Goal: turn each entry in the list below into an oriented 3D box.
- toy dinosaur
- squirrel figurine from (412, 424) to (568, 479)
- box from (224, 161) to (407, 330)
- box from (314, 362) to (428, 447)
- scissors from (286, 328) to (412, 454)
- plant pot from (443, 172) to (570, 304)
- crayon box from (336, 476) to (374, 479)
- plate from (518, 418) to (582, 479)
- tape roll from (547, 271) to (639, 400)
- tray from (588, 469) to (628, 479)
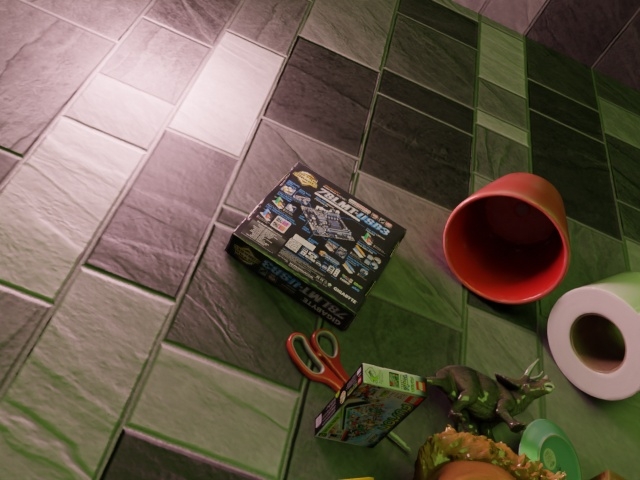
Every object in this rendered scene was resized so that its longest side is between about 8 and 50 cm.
[{"bbox_3d":[0.296,0.302,1.280,0.314,0.121,0.160,12,35,-11],"label":"toy dinosaur"},{"bbox_3d":[0.335,0.435,0.983,0.371,0.280,0.397,5,19,-7],"label":"squirrel figurine"},{"bbox_3d":[0.000,0.000,1.399,0.296,0.073,0.293,33,44,3],"label":"box"},{"bbox_3d":[0.079,0.278,1.102,0.114,0.207,0.036,16,47,-14],"label":"box"},{"bbox_3d":[0.046,0.283,1.218,0.109,0.021,0.297,-17,62,-39],"label":"scissors"},{"bbox_3d":[0.446,-0.028,1.535,0.275,0.275,0.243,37,36,6],"label":"plant pot"},{"bbox_3d":[-0.036,0.453,0.981,0.279,0.081,0.165,3,51,-24],"label":"crayon box"},{"bbox_3d":[0.438,0.427,1.239,0.188,0.024,0.188,16,62,-33],"label":"plate"},{"bbox_3d":[0.641,0.201,1.430,0.169,0.246,0.246,-12,58,-35],"label":"tape roll"},{"bbox_3d":[0.683,0.611,1.217,0.411,0.076,0.202,27,45,-2],"label":"tray"}]
